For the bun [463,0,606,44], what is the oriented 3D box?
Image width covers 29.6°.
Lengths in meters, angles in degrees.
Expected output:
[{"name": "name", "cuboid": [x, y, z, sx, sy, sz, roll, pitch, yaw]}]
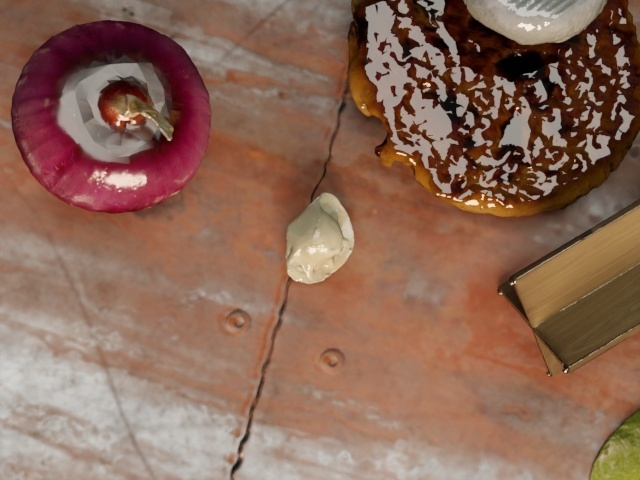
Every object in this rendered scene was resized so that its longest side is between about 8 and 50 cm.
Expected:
[{"name": "bun", "cuboid": [0.191, -0.236, 1.101, 0.141, 0.083, 0.141, 2, 72, -5]}]

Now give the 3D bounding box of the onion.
[{"name": "onion", "cuboid": [-0.186, -0.111, 1.081, 0.177, 0.153, 0.177, -2, 71, 5]}]

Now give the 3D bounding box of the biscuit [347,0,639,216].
[{"name": "biscuit", "cuboid": [0.165, -0.186, 1.169, 0.289, 0.081, 0.334, -2, 81, -7]}]

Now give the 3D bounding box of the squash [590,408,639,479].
[{"name": "squash", "cuboid": [0.404, 0.217, 1.131, 0.260, 0.189, 0.189, -18, 77, 27]}]

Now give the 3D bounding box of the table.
[{"name": "table", "cuboid": [0.286, 0.024, 1.105, 0.227, 0.167, 0.167, -31, 82, -3]}]

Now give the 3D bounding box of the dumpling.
[{"name": "dumpling", "cuboid": [-0.002, 0.000, 1.132, 0.052, 0.057, 0.076, -18, 49, 27]}]
